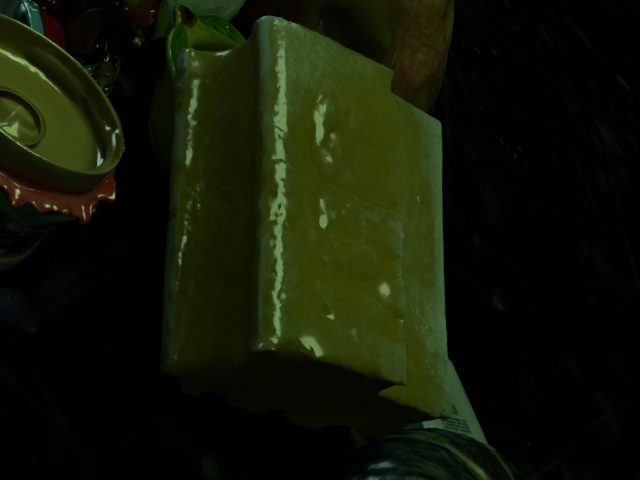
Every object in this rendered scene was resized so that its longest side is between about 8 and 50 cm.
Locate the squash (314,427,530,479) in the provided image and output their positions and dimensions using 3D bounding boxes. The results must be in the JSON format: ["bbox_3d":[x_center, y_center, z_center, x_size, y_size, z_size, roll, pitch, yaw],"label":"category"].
[{"bbox_3d":[0.087,0.257,1.139,0.252,0.165,0.252,37,34,-30],"label":"squash"}]

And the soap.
[{"bbox_3d":[0.000,0.000,1.268,0.259,0.143,0.281,23,56,-45],"label":"soap"}]

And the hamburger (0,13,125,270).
[{"bbox_3d":[-0.226,-0.058,1.052,0.175,0.137,0.175,36,27,-22],"label":"hamburger"}]

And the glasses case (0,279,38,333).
[{"bbox_3d":[-0.221,0.040,1.068,0.083,0.023,0.033,20,39,-47],"label":"glasses case"}]

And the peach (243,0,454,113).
[{"bbox_3d":[0.043,-0.218,1.613,0.214,0.214,0.236,-11,73,-61],"label":"peach"}]

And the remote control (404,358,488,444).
[{"bbox_3d":[0.122,0.205,1.405,0.103,0.034,0.250,16,44,-50],"label":"remote control"}]

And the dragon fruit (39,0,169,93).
[{"bbox_3d":[-0.188,-0.207,1.301,0.138,0.175,0.142,18,16,-4],"label":"dragon fruit"}]

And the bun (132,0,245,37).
[{"bbox_3d":[-0.147,-0.330,1.471,0.283,0.179,0.283,40,27,-25],"label":"bun"}]

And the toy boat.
[{"bbox_3d":[-0.231,-0.131,1.215,0.058,0.069,0.173,14,45,-27],"label":"toy boat"}]

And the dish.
[{"bbox_3d":[-0.094,-0.095,1.362,0.208,0.080,0.149,62,35,-7],"label":"dish"}]
